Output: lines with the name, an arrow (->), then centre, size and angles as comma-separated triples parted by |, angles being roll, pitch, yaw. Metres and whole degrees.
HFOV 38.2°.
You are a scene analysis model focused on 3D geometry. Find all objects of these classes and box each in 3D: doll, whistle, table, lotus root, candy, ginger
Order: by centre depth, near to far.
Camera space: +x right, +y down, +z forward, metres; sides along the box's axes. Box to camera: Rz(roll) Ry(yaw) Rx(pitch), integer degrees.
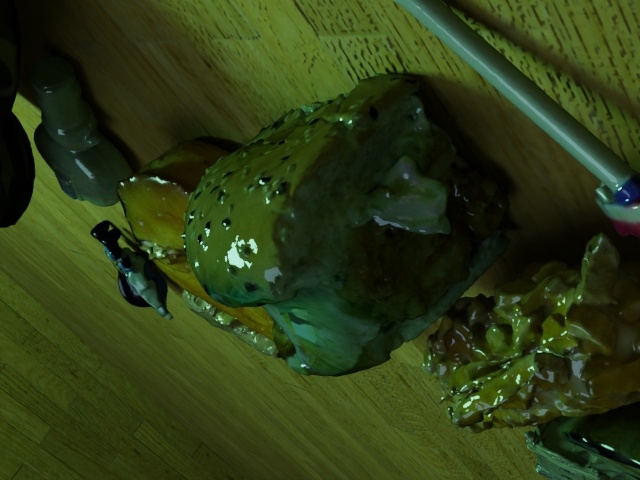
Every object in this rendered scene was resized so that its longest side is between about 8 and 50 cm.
candy -> 0.175, -0.014, 0.486 | 0.365, 0.124, 0.124 | 42, 161, 7
lotus root -> 0.301, 0.177, 0.720 | 0.204, 0.077, 0.183 | 23, 169, 42
table -> 0.241, 0.191, 0.862 | 0.079, 0.062, 0.083 | 21, 155, 34
whistle -> -0.272, -0.111, 1.022 | 0.126, 0.067, 0.258 | 35, 158, 12
ginger -> -0.122, 0.110, 1.307 | 0.174, 0.051, 0.069 | 28, 165, 9
doll -> -0.280, 0.055, 1.406 | 0.096, 0.070, 0.195 | 35, 160, 53

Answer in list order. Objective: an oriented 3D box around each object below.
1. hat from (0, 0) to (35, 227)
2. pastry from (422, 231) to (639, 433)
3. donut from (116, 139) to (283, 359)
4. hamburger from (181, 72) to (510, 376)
hat -> -0.348, -0.177, 0.906 | 0.366, 0.257, 0.382 | 60, -165, 6
pastry -> 0.147, 0.074, 0.632 | 0.154, 0.102, 0.250 | -5, 165, -6
donut -> -0.087, 0.007, 0.911 | 0.254, 0.118, 0.253 | 32, 163, 11
hamburger -> 0.000, 0.000, 0.668 | 0.167, 0.192, 0.288 | 53, 156, -15
